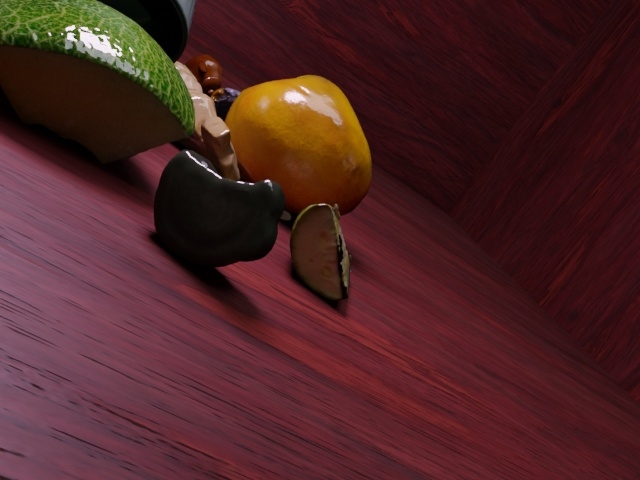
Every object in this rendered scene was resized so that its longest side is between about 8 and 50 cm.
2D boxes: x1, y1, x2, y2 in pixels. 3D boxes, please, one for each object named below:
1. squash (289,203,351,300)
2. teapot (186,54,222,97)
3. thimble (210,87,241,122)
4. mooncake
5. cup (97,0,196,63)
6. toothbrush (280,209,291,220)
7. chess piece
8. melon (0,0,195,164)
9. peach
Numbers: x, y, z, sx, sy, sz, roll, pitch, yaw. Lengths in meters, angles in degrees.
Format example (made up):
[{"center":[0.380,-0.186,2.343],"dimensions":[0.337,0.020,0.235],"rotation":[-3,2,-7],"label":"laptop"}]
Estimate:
[{"center":[0.000,0.000,1.489],"dimensions":[0.093,0.169,0.252],"rotation":[-8,12,5],"label":"squash"},{"center":[-0.327,-0.456,2.388],"dimensions":[0.116,0.116,0.173],"rotation":[39,-16,10],"label":"teapot"},{"center":[-0.195,-0.285,2.001],"dimensions":[0.151,0.127,0.118],"rotation":[43,11,20],"label":"thimble"},{"center":[-0.134,-0.046,1.127],"dimensions":[0.175,0.168,0.104],"rotation":[54,13,8],"label":"mooncake"},{"center":[-0.397,-0.530,1.600],"dimensions":[0.310,0.401,0.392],"rotation":[45,45,-42],"label":"cup"},{"center":[-0.155,-0.090,1.610],"dimensions":[0.024,0.021,0.288],"rotation":[32,5,42],"label":"toothbrush"},{"center":[-0.246,-0.232,1.679],"dimensions":[0.137,0.137,0.301],"rotation":[23,22,-52],"label":"chess piece"},{"center":[-0.369,-0.274,1.292],"dimensions":[0.331,0.226,0.343],"rotation":[11,37,-27],"label":"melon"},{"center":[-0.041,-0.186,1.741],"dimensions":[0.289,0.289,0.308],"rotation":[-15,86,-76],"label":"peach"}]
